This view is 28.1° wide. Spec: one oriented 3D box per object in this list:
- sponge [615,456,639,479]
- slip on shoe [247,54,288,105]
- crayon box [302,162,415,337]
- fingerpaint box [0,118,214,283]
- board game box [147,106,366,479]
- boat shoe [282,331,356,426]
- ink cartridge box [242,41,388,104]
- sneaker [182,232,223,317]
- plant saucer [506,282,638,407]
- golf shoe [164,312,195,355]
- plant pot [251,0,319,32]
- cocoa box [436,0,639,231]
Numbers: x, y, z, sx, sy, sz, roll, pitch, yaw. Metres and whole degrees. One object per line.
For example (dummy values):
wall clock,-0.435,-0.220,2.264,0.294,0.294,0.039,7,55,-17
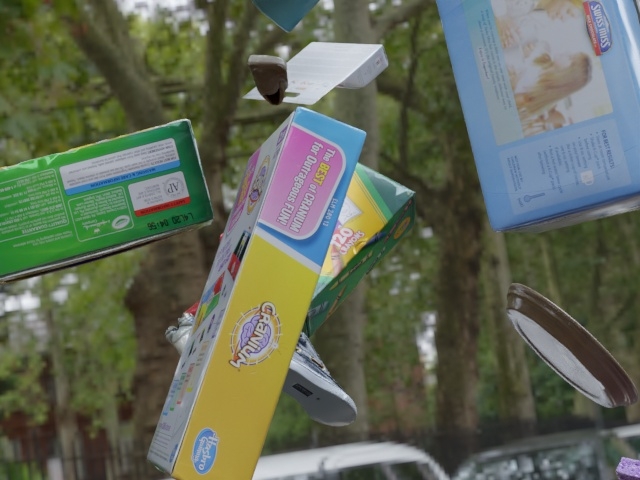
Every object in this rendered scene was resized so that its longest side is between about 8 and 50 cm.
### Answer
sponge,0.522,0.404,1.882,0.117,0.031,0.210,4,-42,41
slip on shoe,-0.071,-0.220,1.750,0.051,0.041,0.135,4,-8,4
crayon box,0.000,0.000,1.951,0.278,0.165,0.081,-46,-29,-29
fingerpaint box,-0.397,-0.040,1.983,0.445,0.163,0.371,-15,1,-6
board game box,-0.064,0.060,1.128,0.064,0.316,0.242,20,-9,-10
boat shoe,-0.012,0.185,1.776,0.065,0.083,0.183,-28,-50,26
ink cartridge box,-0.008,-0.310,2.488,0.189,0.066,0.232,10,45,40
sneaker,-0.182,0.059,2.307,0.087,0.128,0.221,-8,21,49
plant saucer,0.403,0.179,2.096,0.041,0.278,0.278,-45,-8,-7
golf shoe,-0.154,0.168,1.892,0.069,0.086,0.176,-47,-33,19
plant pot,-0.101,-0.531,2.397,0.165,0.165,0.234,-44,-20,13
cocoa box,0.321,-0.199,1.691,0.231,0.347,0.228,-15,-6,23
